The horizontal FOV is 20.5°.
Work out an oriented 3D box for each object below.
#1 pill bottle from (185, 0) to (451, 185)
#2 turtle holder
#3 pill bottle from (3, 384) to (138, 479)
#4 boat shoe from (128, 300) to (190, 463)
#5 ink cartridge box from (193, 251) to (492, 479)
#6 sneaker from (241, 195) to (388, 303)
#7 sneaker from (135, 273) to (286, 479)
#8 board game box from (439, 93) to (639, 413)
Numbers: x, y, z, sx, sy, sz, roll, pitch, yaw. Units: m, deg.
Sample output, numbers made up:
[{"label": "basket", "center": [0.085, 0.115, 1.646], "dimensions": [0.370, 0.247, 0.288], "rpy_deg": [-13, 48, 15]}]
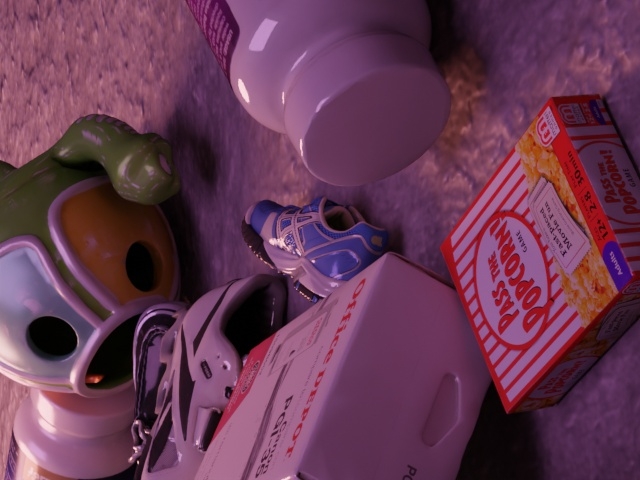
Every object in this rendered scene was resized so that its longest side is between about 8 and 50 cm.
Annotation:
[{"label": "pill bottle", "center": [-0.012, -0.190, 1.416], "dimensions": [0.301, 0.169, 0.169], "rpy_deg": [63, 146, 36]}, {"label": "turtle holder", "center": [-0.246, 0.020, 1.889], "dimensions": [0.320, 0.243, 0.227], "rpy_deg": [-46, 61, 6]}, {"label": "pill bottle", "center": [-0.286, 0.256, 2.046], "dimensions": [0.153, 0.153, 0.264], "rpy_deg": [56, 142, 43]}, {"label": "boat shoe", "center": [-0.139, 0.214, 1.762], "dimensions": [0.113, 0.105, 0.306], "rpy_deg": [-7, 90, 21]}, {"label": "ink cartridge box", "center": [0.009, 0.154, 1.402], "dimensions": [0.283, 0.117, 0.207], "rpy_deg": [-40, 23, 59]}, {"label": "sneaker", "center": [0.000, 0.000, 1.550], "dimensions": [0.211, 0.080, 0.081], "rpy_deg": [34, 103, 55]}, {"label": "sneaker", "center": [-0.084, 0.174, 1.622], "dimensions": [0.146, 0.122, 0.330], "rpy_deg": [-38, 43, 44]}, {"label": "board game box", "center": [0.164, 0.013, 1.247], "dimensions": [0.193, 0.045, 0.147], "rpy_deg": [-58, 45, 50]}]
